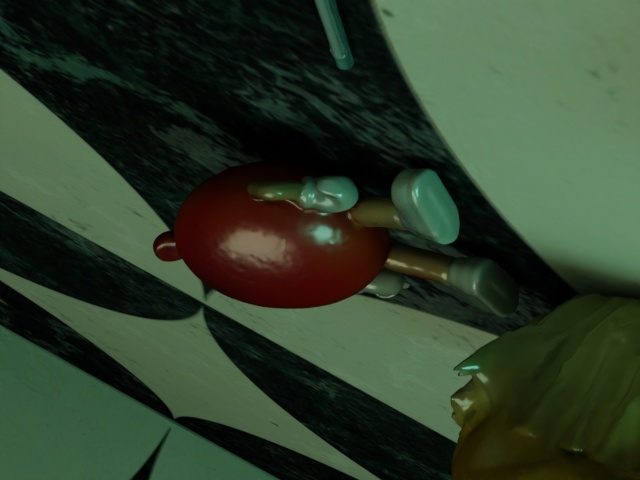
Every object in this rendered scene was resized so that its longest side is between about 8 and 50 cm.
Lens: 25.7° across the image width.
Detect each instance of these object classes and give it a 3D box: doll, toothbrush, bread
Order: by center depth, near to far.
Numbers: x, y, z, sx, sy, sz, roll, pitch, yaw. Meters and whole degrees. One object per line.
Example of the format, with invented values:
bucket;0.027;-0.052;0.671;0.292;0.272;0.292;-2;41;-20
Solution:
toothbrush;0.000;-0.120;0.634;0.011;0.014;0.167;22;165;18
bread;0.259;0.174;0.784;0.388;0.183;0.236;20;160;33
doll;0.000;0.000;0.885;0.217;0.085;0.183;-2;152;29
